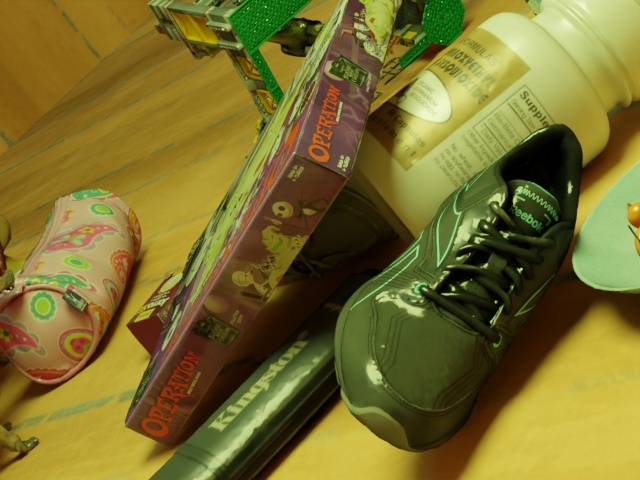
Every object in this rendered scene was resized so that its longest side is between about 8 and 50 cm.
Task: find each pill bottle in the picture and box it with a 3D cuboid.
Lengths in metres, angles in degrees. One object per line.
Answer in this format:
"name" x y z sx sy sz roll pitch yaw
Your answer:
"pill bottle" 0.138 -0.092 1.126 0.229 0.131 0.131 -39 16 -2

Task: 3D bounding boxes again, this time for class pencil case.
"pencil case" -0.274 0.041 1.667 0.124 0.124 0.284 -33 16 17

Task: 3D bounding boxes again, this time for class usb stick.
"usb stick" -0.039 0.122 1.082 0.278 0.045 0.077 -44 17 -21

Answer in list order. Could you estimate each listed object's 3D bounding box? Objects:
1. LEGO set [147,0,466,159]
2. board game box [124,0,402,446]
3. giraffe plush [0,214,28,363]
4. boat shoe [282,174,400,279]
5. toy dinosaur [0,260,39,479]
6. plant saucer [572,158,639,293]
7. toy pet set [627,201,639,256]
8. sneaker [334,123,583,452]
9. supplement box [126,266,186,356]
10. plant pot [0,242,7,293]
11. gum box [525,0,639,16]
"LEGO set" -0.024 -0.244 1.667 0.331 0.255 0.192 -51 36 -15
"board game box" -0.048 -0.014 1.166 0.208 0.056 0.347 -79 17 -44
"giraffe plush" -0.405 0.038 1.858 0.210 0.170 0.181 -43 17 -16
"boat shoe" -0.001 -0.001 1.296 0.081 0.079 0.227 -55 16 -20
"toy dinosaur" -0.382 0.155 1.446 0.127 0.200 0.296 -24 22 40
"plant saucer" 0.239 -0.023 0.895 0.195 0.037 0.195 -36 17 12
"toy pet set" 0.204 -0.035 0.818 0.122 0.065 0.114 -28 19 32
"sneaker" 0.091 0.018 0.944 0.106 0.101 0.267 -54 2 44
"supplement box" -0.135 0.064 1.444 0.055 0.043 0.083 -19 26 45
"plant pot" -0.491 0.034 1.629 0.267 0.236 0.267 -1 -52 -52
"gum box" 0.248 -0.276 1.338 0.184 0.157 0.041 -31 17 25
